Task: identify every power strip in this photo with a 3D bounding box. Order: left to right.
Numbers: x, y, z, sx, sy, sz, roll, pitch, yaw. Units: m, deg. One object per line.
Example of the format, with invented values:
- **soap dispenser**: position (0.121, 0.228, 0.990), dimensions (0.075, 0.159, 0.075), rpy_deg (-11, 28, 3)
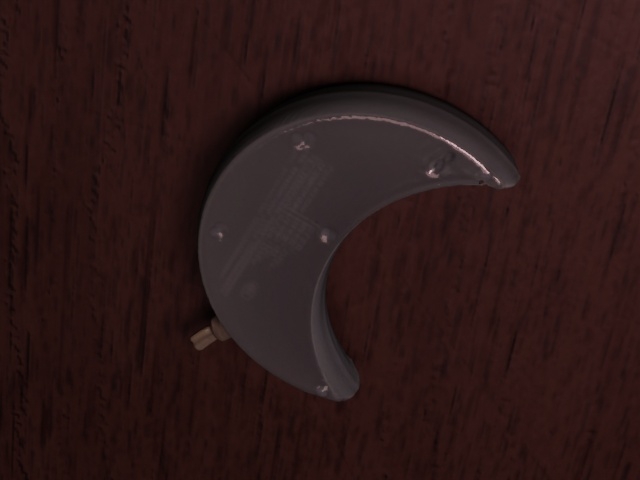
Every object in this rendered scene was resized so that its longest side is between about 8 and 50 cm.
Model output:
- **power strip**: position (0.000, 0.000, 0.951), dimensions (0.167, 0.054, 0.253), rpy_deg (33, 121, -7)
